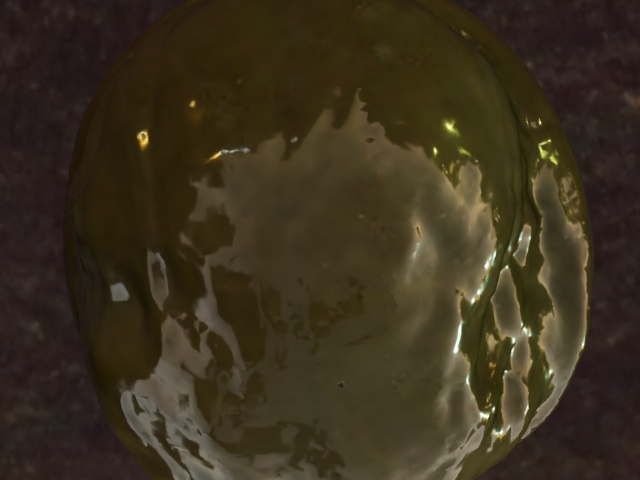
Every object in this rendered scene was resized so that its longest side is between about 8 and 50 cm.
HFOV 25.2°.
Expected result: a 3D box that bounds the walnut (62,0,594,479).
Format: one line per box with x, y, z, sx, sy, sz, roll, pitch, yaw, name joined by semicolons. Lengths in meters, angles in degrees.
0.001;0.000;0.725;0.253;0.277;0.282;6;-171;36;walnut
